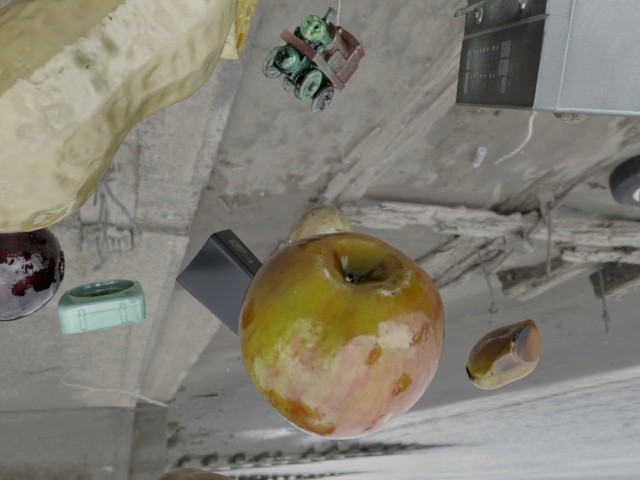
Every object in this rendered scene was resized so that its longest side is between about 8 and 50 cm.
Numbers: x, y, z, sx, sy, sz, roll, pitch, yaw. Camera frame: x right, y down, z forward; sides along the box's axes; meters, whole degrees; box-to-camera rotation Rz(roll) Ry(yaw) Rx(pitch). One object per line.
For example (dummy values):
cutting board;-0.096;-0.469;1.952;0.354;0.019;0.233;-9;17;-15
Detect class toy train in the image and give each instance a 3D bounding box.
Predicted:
toy train;-0.010;-0.460;1.410;0.221;0.150;0.304;-52;166;9

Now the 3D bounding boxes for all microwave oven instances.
microwave oven;0.367;-0.360;0.621;0.374;0.432;0.236;2;-165;-6

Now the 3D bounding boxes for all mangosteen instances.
mangosteen;-0.669;0.051;1.136;0.265;0.228;0.228;3;155;-21

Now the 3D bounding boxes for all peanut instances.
peanut;-0.145;-0.119;0.364;0.111;0.274;0.125;32;166;18

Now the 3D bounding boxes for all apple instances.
apple;0.039;0.118;0.775;0.301;0.301;0.301;-2;155;-1

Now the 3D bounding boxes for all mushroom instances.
mushroom;0.000;0.000;1.241;0.127;0.166;0.166;19;171;36

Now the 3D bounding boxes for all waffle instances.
waffle;-0.173;-0.512;1.142;0.057;0.168;0.274;17;164;-3

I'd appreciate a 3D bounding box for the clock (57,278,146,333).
clock;-0.443;0.125;1.137;0.159;0.066;0.211;-7;-168;-17

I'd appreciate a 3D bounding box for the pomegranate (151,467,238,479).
pomegranate;-0.204;0.537;0.827;0.416;0.417;0.416;-2;155;-1

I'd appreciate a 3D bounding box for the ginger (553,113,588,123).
ginger;0.502;-0.312;1.018;0.080;0.104;0.204;18;119;-10

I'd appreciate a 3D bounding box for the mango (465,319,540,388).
mango;0.484;0.315;1.485;0.236;0.136;0.166;-22;178;-42

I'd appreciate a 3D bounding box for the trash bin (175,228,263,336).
trash bin;-0.212;0.111;1.362;0.165;0.225;0.115;-48;172;16
